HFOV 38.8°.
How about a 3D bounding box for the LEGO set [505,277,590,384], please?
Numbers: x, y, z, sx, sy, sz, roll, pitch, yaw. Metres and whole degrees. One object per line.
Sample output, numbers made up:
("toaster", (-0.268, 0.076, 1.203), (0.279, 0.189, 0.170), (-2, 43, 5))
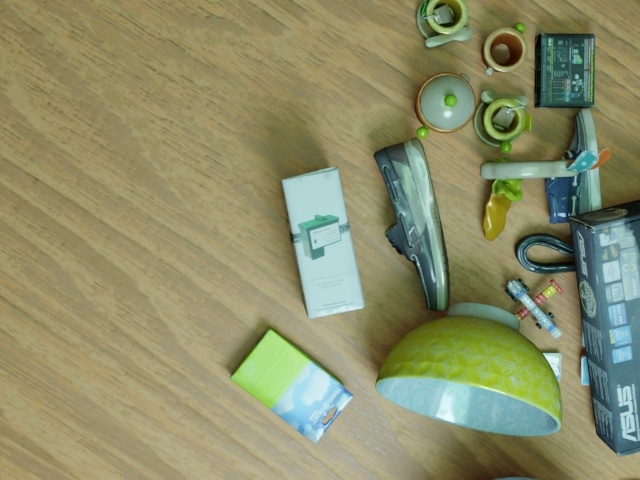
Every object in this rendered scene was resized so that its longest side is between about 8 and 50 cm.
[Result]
("LEGO set", (0.391, 0.154, 1.503), (0.244, 0.060, 0.182), (1, 98, 4))

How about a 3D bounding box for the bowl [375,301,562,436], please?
("bowl", (0.240, 0.189, 1.419), (0.290, 0.289, 0.156), (16, 69, -4))

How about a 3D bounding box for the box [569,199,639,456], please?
("box", (0.582, 0.118, 1.457), (0.318, 0.097, 0.394), (-12, 105, -5))

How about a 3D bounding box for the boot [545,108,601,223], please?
("boot", (0.412, -0.121, 1.499), (0.086, 0.069, 0.189), (-4, 85, 12))

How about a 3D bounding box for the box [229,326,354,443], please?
("box", (-0.047, 0.238, 1.499), (0.178, 0.042, 0.109), (38, 91, -5))

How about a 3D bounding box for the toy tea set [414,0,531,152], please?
("toy tea set", (0.250, -0.310, 1.449), (0.200, 0.124, 0.335), (1, 93, -3))

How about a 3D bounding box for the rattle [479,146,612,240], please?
("rattle", (0.357, -0.074, 1.446), (0.200, 0.130, 0.142), (2, 80, 21))

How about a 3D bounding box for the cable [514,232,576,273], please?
("cable", (0.475, 0.028, 1.529), (0.287, 0.072, 0.139), (-7, 110, 9))

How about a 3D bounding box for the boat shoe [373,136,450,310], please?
("boat shoe", (0.150, -0.021, 1.475), (0.092, 0.103, 0.285), (-11, 97, 10))

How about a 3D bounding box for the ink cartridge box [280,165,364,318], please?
("ink cartridge box", (0.000, 0.000, 1.432), (0.093, 0.160, 0.219), (-12, 92, -3))

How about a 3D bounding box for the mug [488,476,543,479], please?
("mug", (0.268, 0.518, 1.353), (0.374, 0.328, 0.276), (-27, 76, -5))

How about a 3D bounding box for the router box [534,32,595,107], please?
("router box", (0.404, -0.280, 1.503), (0.092, 0.038, 0.122), (0, 93, -3))
